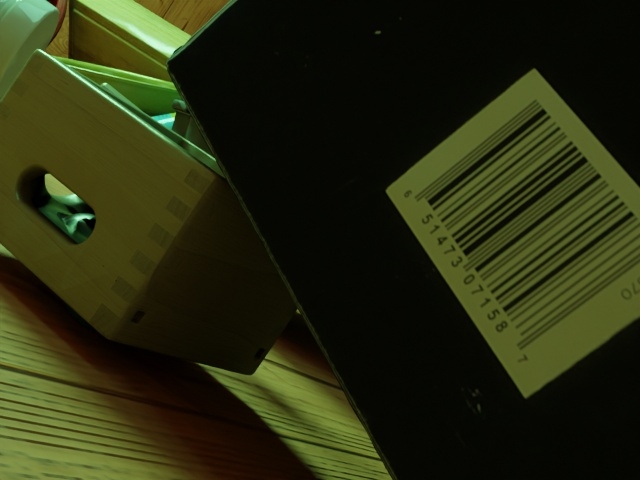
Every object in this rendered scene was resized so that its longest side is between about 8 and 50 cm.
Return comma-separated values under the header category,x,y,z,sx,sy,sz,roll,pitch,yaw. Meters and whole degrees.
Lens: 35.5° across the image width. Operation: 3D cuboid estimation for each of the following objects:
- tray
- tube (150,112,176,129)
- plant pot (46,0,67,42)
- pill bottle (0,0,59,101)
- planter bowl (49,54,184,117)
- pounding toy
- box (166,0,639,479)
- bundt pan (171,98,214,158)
category,x,y,z,sx,sy,sz,roll,pitch,yaw
tray,-0.195,-0.172,1.376,0.411,0.203,0.076,35,43,27
tube,-0.184,-0.116,1.106,0.207,0.052,0.080,-7,6,-9
plant pot,-0.460,-0.341,1.414,0.191,0.191,0.174,33,-5,-18
pill bottle,-0.339,-0.214,0.767,0.264,0.146,0.146,33,2,-7
planter bowl,-0.257,-0.161,1.211,0.217,0.090,0.217,13,9,-2
pounding toy,-0.089,-0.010,0.533,0.181,0.094,0.206,35,2,28
box,0.143,0.037,0.449,0.312,0.179,0.343,33,22,-55
bundt pan,0.000,0.000,0.876,0.331,0.124,0.331,24,-1,1
